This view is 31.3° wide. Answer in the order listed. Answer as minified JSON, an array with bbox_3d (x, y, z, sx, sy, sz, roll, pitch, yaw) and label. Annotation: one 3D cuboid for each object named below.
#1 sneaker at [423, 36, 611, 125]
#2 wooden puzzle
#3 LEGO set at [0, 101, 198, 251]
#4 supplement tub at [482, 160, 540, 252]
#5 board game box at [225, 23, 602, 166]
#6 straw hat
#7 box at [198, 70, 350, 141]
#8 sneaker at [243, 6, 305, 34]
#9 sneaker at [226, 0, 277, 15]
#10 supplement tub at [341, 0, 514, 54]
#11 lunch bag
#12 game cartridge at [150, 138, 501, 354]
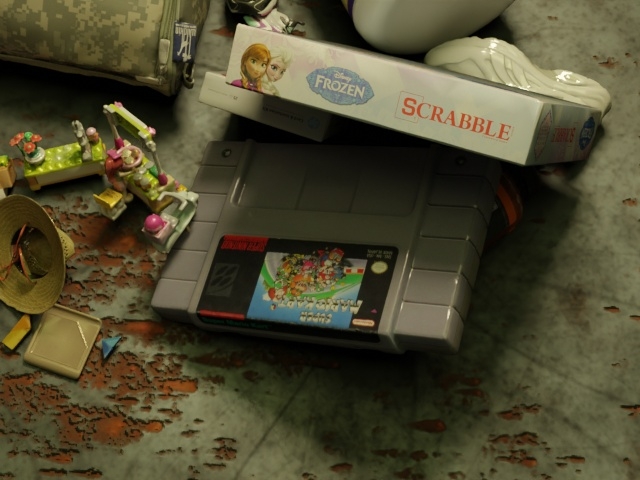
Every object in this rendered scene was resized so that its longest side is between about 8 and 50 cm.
[{"bbox_3d":[0.227,-0.164,1.370,0.232,0.090,0.115,20,71,7],"label":"sneaker"},{"bbox_3d":[-0.288,0.112,1.273,0.116,0.014,0.078,24,72,9],"label":"wooden puzzle"},{"bbox_3d":[-0.268,-0.093,1.289,0.287,0.107,0.132,16,57,18],"label":"LEGO set"},{"bbox_3d":[0.156,-0.028,1.299,0.198,0.106,0.106,-36,72,-16],"label":"supplement tub"},{"bbox_3d":[0.112,-0.152,1.212,0.319,0.318,0.066,18,101,22],"label":"board game box"},{"bbox_3d":[-0.314,0.011,1.283,0.144,0.144,0.061,51,33,17],"label":"straw hat"},{"bbox_3d":[-0.045,-0.159,1.311,0.145,0.186,0.038,19,101,6],"label":"box"},{"bbox_3d":[-0.048,-0.254,1.424,0.069,0.038,0.098,-23,70,-11],"label":"sneaker"},{"bbox_3d":[-0.086,-0.365,1.439,0.072,0.077,0.178,0,59,8],"label":"sneaker"},{"bbox_3d":[0.091,-0.420,1.392,0.241,0.241,0.331,-22,69,-11],"label":"supplement tub"},{"bbox_3d":[-0.275,-0.318,1.363,0.305,0.212,0.256,10,83,3],"label":"lunch bag"},{"bbox_3d":[0.000,0.000,1.231,0.355,0.068,0.230,4,60,27],"label":"game cartridge"}]
